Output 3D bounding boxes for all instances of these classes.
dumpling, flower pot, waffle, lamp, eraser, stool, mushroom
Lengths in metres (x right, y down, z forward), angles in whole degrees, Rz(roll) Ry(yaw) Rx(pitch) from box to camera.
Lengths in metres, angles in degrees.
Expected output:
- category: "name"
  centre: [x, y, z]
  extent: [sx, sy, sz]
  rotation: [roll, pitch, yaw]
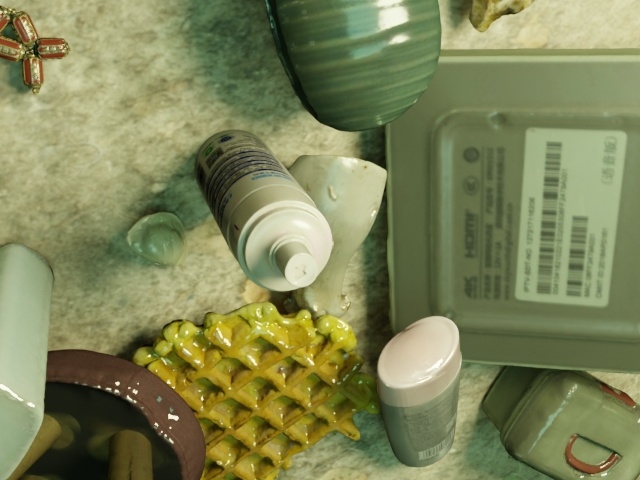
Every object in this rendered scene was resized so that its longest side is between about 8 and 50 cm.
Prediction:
- category: "dumpling"
  centre: [-0.176, -0.003, 0.994]
  extent: [0.077, 0.043, 0.059]
  rotation: [24, 81, -20]
- category: "flower pot"
  centre: [0.028, -0.229, 0.876]
  extent: [0.157, 0.189, 0.243]
  rotation: [-17, 105, -2]
- category: "waffle"
  centre: [-0.083, 0.195, 1.062]
  extent: [0.300, 0.058, 0.282]
  rotation: [-18, 124, 4]
- category: "lamp"
  centre: [-0.297, -0.194, 0.888]
  extent: [0.083, 0.031, 0.063]
  rotation: [37, 96, -22]
- category: "eraser"
  centre: [-0.343, 0.130, 0.859]
  extent: [0.189, 0.290, 0.104]
  rotation: [-39, 117, 4]
- category: "stool"
  centre: [-0.268, 0.269, 0.963]
  extent: [0.272, 0.178, 0.272]
  rotation: [1, 121, 2]
- category: "mushroom"
  centre: [0.000, 0.000, 1.015]
  extent: [0.116, 0.093, 0.225]
  rotation: [11, 112, -9]

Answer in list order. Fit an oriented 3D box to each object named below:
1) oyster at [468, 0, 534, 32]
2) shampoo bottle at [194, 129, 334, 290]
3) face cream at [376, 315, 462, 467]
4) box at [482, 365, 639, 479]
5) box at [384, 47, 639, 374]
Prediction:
- category: "oyster"
  centre: [0.239, -0.380, 0.918]
  extent: [0.110, 0.166, 0.341]
  rotation: [24, 120, -32]
- category: "shampoo bottle"
  centre: [-0.056, -0.028, 0.871]
  extent: [0.092, 0.303, 0.092]
  rotation: [-6, 113, -15]
- category: "face cream"
  centre: [0.121, 0.188, 1.066]
  extent: [0.107, 0.073, 0.269]
  rotation: [-38, 151, -16]
- category: "box"
  centre: [0.332, 0.241, 1.190]
  extent: [0.210, 0.129, 0.148]
  rotation: [28, 101, -25]
- category: "box"
  centre: [0.257, -0.027, 1.001]
  extent: [0.373, 0.090, 0.367]
  rotation: [2, 112, 13]
